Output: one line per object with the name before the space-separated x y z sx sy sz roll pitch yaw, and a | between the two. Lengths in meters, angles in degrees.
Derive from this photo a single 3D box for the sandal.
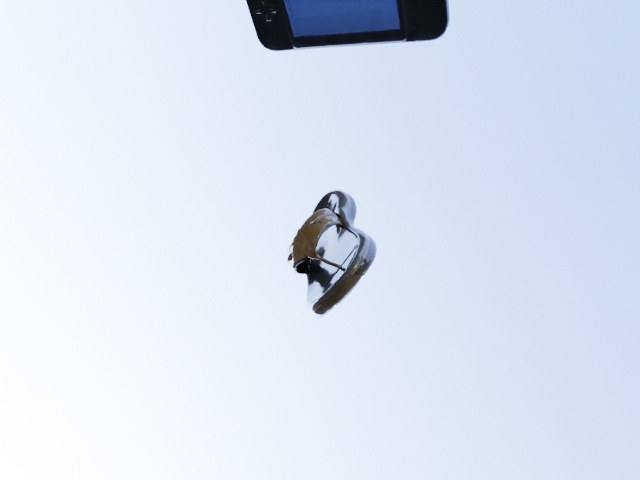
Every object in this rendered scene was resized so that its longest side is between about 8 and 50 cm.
sandal | 0.000 0.000 0.440 0.049 0.180 0.072 32 -70 -17

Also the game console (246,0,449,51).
game console | -0.008 -0.330 0.682 0.293 0.250 0.173 5 -135 24
